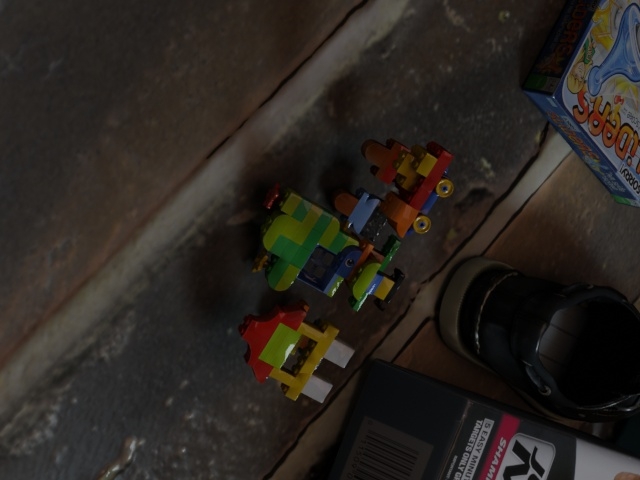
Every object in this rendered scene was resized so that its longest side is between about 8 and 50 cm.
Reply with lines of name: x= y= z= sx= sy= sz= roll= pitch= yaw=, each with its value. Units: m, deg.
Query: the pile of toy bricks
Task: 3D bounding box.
pile of toy bricks: x=0.000 y=0.000 z=1.183 sx=0.105 sy=0.118 sz=0.212 roll=29 pitch=97 yaw=-19

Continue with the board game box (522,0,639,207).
board game box: x=0.268 y=-0.136 z=1.446 sx=0.201 sy=0.035 sz=0.136 roll=40 pitch=73 yaw=-45

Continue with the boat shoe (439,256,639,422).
boat shoe: x=0.247 y=0.102 z=1.441 sx=0.340 sy=0.113 sz=0.127 roll=32 pitch=80 yaw=-46

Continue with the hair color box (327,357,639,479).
hair color box: x=0.162 y=0.243 z=1.397 sx=0.374 sy=0.113 sz=0.185 roll=23 pitch=88 yaw=-47

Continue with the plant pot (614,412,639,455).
plant pot: x=0.434 y=0.170 z=1.627 sx=0.166 sy=0.165 sz=0.234 roll=50 pitch=59 yaw=-42
